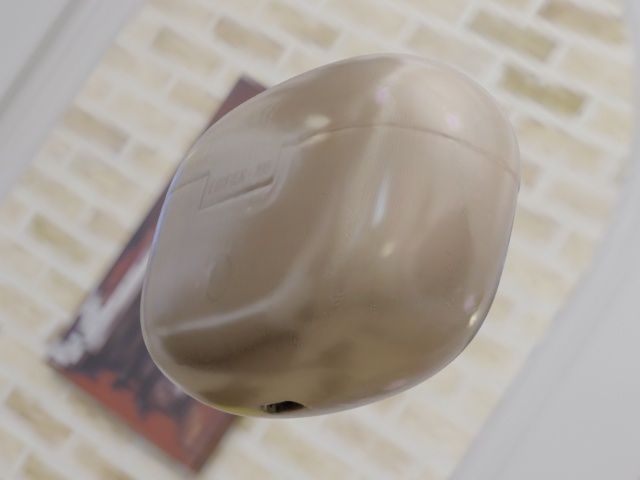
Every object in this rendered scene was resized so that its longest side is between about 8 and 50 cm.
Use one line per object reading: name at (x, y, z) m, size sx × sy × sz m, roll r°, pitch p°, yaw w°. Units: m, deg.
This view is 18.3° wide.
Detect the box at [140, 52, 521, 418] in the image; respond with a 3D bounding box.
box at (0.000, 0.000, 0.814) m, size 0.088 × 0.146 × 0.200 m, roll 26°, pitch -24°, yaw -29°
